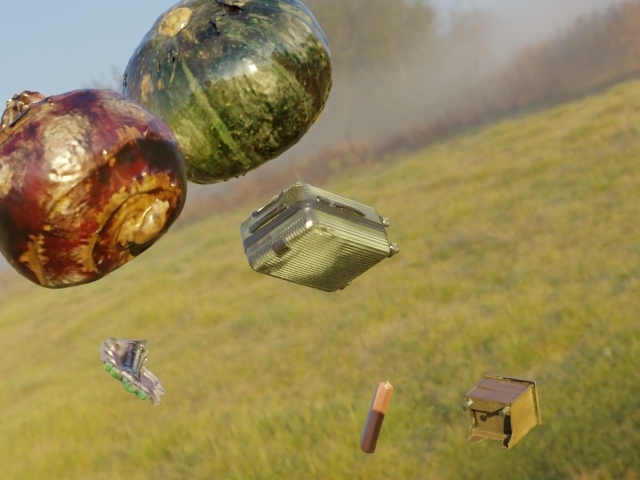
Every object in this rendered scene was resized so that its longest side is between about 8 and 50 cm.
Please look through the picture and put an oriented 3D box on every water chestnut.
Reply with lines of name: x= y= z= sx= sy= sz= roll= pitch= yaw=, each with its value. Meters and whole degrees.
water chestnut: x=-0.265 y=-0.067 z=1.153 sx=0.224 sy=0.238 sz=0.223 roll=-42 pitch=-9 yaw=-8

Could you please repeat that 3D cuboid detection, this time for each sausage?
sausage: x=0.107 y=0.337 z=2.106 sx=0.030 sy=0.147 sz=0.035 roll=14 pitch=7 yaw=-16

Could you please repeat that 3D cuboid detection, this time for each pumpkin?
pumpkin: x=-0.193 y=-0.321 z=2.194 sx=0.454 sy=0.344 sz=0.454 roll=-26 pitch=29 yaw=15

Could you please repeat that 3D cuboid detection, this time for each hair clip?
hair clip: x=-0.294 y=0.202 z=1.755 sx=0.052 sy=0.124 sz=0.195 roll=-55 pitch=17 yaw=6

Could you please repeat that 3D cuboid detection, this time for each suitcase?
suitcase: x=0.000 y=0.000 z=2.251 sx=0.202 sy=0.128 sz=0.312 roll=-34 pitch=-33 yaw=29

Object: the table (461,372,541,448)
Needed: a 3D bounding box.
table: x=0.252 y=0.241 z=1.549 sx=0.083 sy=0.070 sz=0.082 roll=5 pitch=24 yaw=39
